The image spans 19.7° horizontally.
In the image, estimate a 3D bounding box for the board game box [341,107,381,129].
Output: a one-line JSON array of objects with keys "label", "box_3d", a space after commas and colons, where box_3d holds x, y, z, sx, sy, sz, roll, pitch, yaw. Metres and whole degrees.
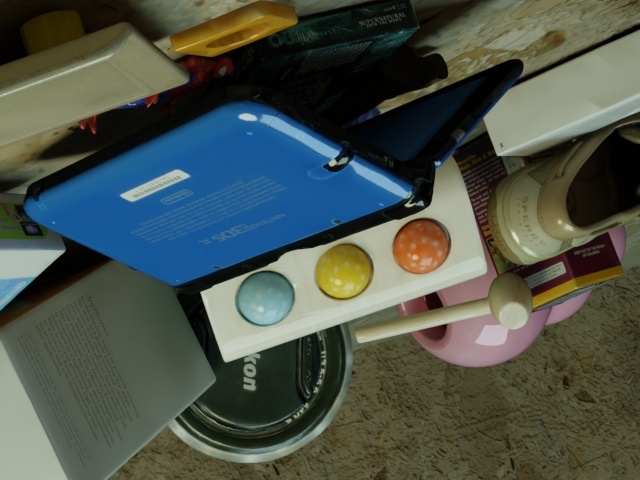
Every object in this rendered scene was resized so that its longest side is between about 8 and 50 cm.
[{"label": "board game box", "box_3d": [0.003, -0.071, 1.588, 0.090, 0.020, 0.090, -28, -154, 42]}]

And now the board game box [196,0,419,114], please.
[{"label": "board game box", "box_3d": [-0.018, -0.124, 1.365, 0.126, 0.026, 0.186, -14, 170, -23]}]

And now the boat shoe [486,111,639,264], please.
[{"label": "boat shoe", "box_3d": [0.312, -0.075, 1.840, 0.341, 0.122, 0.110, -35, -168, -37]}]

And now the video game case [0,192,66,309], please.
[{"label": "video game case", "box_3d": [-0.367, 0.062, 1.409, 0.269, 0.061, 0.244, -41, 159, 26]}]

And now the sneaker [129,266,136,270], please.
[{"label": "sneaker", "box_3d": [-0.113, -0.020, 1.634, 0.162, 0.073, 0.063, -23, 170, 24]}]

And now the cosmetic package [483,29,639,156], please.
[{"label": "cosmetic package", "box_3d": [0.275, -0.149, 1.715, 0.239, 0.060, 0.099, -23, 173, 25]}]

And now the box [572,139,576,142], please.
[{"label": "box", "box_3d": [0.272, -0.088, 2.179, 0.116, 0.029, 0.162, -22, 172, 17]}]

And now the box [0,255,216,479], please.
[{"label": "box", "box_3d": [-0.276, 0.146, 1.730, 0.215, 0.168, 0.345, -23, -174, 20]}]

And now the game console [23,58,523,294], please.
[{"label": "game console", "box_3d": [-0.037, -0.079, 1.390, 0.250, 0.173, 0.293, 27, 149, -33]}]

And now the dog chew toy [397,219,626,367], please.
[{"label": "dog chew toy", "box_3d": [0.256, 0.029, 2.350, 0.332, 0.206, 0.206, -24, 175, -31]}]

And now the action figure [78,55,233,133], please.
[{"label": "action figure", "box_3d": [-0.114, -0.104, 1.291, 0.115, 0.030, 0.038, -23, 165, 11]}]

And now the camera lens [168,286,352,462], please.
[{"label": "camera lens", "box_3d": [-0.086, 0.125, 2.015, 0.219, 0.219, 0.274, -18, -179, -6]}]

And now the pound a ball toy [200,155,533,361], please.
[{"label": "pound a ball toy", "box_3d": [0.048, 0.041, 1.806, 0.319, 0.208, 0.136, -18, -157, -3]}]

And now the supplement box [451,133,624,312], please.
[{"label": "supplement box", "box_3d": [0.227, -0.028, 1.928, 0.081, 0.188, 0.104, -13, 169, -40]}]

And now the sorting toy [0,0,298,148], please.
[{"label": "sorting toy", "box_3d": [-0.184, -0.097, 1.128, 0.347, 0.047, 0.196, -18, 177, 6]}]

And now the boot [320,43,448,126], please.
[{"label": "boot", "box_3d": [0.033, -0.121, 1.480, 0.114, 0.037, 0.106, -19, 170, 29]}]
